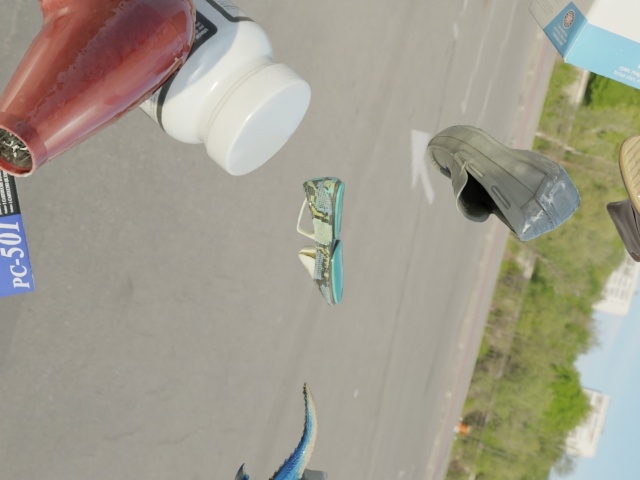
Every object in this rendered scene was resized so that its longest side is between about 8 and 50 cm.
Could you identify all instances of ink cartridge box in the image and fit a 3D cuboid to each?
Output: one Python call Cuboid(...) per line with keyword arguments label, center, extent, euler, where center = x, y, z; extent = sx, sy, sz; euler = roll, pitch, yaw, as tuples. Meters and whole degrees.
Cuboid(label="ink cartridge box", center=(-0.369, -0.037, 0.808), extent=(0.097, 0.046, 0.207), euler=(-12, 117, -23))
Cuboid(label="ink cartridge box", center=(0.217, -0.182, 0.488), extent=(0.092, 0.089, 0.143), euler=(-93, -156, -52))

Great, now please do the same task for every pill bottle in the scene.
Cuboid(label="pill bottle", center=(-0.154, -0.210, 0.860), extent=(0.162, 0.278, 0.162), euler=(-44, 167, -13))

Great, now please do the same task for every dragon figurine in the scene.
Cuboid(label="dragon figurine", center=(-0.064, 0.314, 0.884), extent=(0.085, 0.143, 0.289), euler=(-84, 174, -74))

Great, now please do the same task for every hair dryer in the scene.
Cuboid(label="hair dryer", center=(-0.182, -0.172, 0.486), extent=(0.223, 0.080, 0.294), euler=(5, 66, -39))

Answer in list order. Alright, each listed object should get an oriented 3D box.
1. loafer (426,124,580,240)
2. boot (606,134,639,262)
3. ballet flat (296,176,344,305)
Cuboid(label="loafer", center=(0.230, -0.085, 1.089), extent=(0.111, 0.319, 0.112), euler=(-41, 116, -3))
Cuboid(label="boot", center=(0.505, -0.053, 1.220), extent=(0.090, 0.248, 0.207), euler=(-34, -172, -5))
Cuboid(label="ballet flat", center=(0.000, 0.000, 1.040), extent=(0.070, 0.070, 0.189), euler=(-45, 140, -59))
